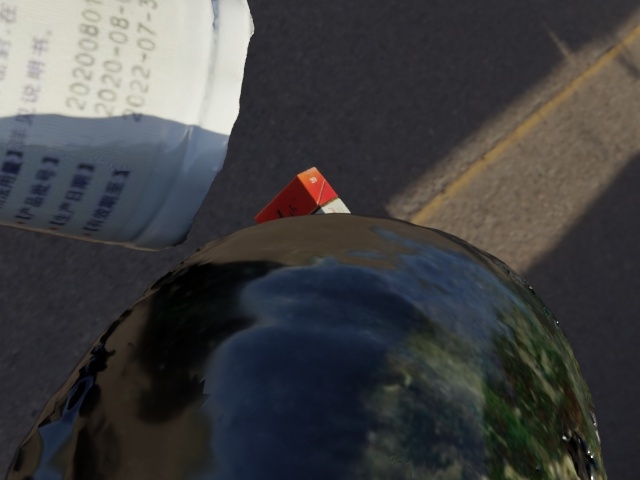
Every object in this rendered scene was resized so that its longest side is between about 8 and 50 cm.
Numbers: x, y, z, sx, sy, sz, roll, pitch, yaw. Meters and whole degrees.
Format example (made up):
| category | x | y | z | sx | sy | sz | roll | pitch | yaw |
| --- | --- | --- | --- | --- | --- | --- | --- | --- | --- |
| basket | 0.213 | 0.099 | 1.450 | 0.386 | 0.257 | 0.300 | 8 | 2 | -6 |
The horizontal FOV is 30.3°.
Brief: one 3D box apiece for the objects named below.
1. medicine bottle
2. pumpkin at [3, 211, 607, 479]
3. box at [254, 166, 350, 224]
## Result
| category | x | y | z | sx | sy | sz | roll | pitch | yaw |
| --- | --- | --- | --- | --- | --- | --- | --- | --- | --- |
| medicine bottle | -0.225 | -0.113 | 0.656 | 0.332 | 0.190 | 0.190 | 12 | 57 | -28 |
| pumpkin | 0.007 | 0.208 | 0.721 | 0.344 | 0.454 | 0.454 | 13 | 40 | 21 |
| box | 0.000 | 0.000 | 1.450 | 0.152 | 0.100 | 0.048 | 51 | 38 | 4 |
